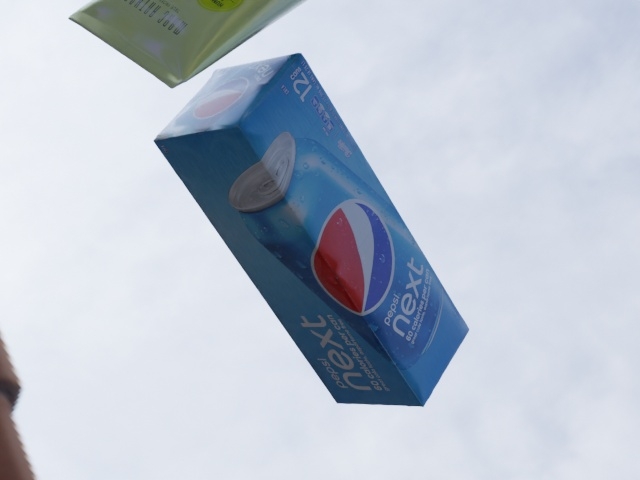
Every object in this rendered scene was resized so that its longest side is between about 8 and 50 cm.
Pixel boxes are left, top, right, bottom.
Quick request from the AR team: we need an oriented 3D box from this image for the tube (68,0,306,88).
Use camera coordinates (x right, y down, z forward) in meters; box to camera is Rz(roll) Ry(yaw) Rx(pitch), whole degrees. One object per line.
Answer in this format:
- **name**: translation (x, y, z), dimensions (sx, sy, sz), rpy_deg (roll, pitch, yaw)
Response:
- **tube**: translation (-0.011, -0.160, 0.641), dimensions (0.062, 0.240, 0.070), rpy_deg (56, -21, -9)

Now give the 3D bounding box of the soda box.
- **soda box**: translation (0.000, 0.000, 0.693), dimensions (0.071, 0.067, 0.210), rpy_deg (-4, -50, 43)
